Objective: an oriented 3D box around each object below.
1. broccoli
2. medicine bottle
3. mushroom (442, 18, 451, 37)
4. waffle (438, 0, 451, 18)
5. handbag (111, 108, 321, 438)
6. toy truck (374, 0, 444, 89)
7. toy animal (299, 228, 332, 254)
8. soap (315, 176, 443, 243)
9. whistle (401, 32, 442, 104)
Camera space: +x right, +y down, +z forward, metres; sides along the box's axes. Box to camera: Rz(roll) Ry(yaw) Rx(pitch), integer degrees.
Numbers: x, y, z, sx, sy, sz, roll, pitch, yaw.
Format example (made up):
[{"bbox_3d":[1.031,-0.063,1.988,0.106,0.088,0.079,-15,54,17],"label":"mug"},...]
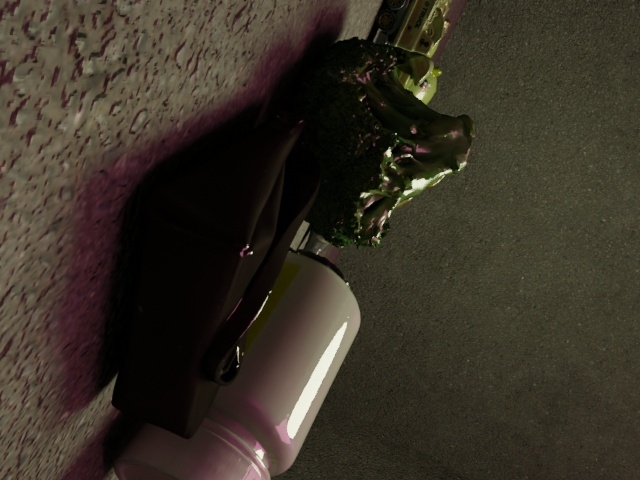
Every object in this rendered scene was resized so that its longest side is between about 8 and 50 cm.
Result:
[{"bbox_3d":[0.060,-0.116,0.710,0.269,0.242,0.261,-119,-149,-72],"label":"broccoli"},{"bbox_3d":[-0.099,0.204,0.818,0.378,0.214,0.213,-58,173,-42],"label":"medicine bottle"},{"bbox_3d":[0.307,-0.526,1.419,0.101,0.019,0.049,-56,170,-51],"label":"mushroom"},{"bbox_3d":[0.256,-0.508,1.425,0.309,0.056,0.292,-66,174,8],"label":"waffle"},{"bbox_3d":[-0.095,0.025,0.569,0.257,0.114,0.285,-67,180,-52],"label":"handbag"},{"bbox_3d":[0.142,-0.327,0.955,0.191,0.116,0.085,-65,172,27],"label":"toy truck"},{"bbox_3d":[0.014,-0.030,1.420,0.367,0.081,0.205,-54,169,-31],"label":"toy animal"},{"bbox_3d":[0.095,-0.155,1.264,0.305,0.169,0.338,-30,-164,6],"label":"soap"},{"bbox_3d":[0.184,-0.364,1.072,0.294,0.141,0.141,-65,174,16],"label":"whistle"}]
